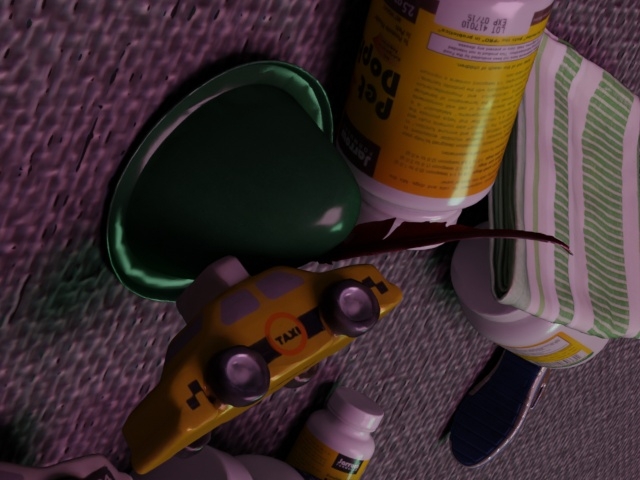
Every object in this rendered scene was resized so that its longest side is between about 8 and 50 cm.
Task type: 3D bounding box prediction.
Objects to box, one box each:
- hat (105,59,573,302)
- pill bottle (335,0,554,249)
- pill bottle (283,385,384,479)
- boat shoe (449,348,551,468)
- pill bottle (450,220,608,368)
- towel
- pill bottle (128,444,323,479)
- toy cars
[{"bbox_3d":[0.000,0.000,0.907,0.208,0.183,0.173,-48,145,-3],"label":"hat"},{"bbox_3d":[0.078,-0.103,1.014,0.117,0.117,0.215,-25,140,-43],"label":"pill bottle"},{"bbox_3d":[0.007,0.187,1.274,0.065,0.065,0.116,6,115,-59],"label":"pill bottle"},{"bbox_3d":[0.203,0.161,1.550,0.183,0.066,0.066,-57,154,3],"label":"boat shoe"},{"bbox_3d":[0.194,0.046,1.356,0.118,0.117,0.208,-57,152,3],"label":"pill bottle"},{"bbox_3d":[0.212,-0.049,1.236,0.325,0.038,0.248,21,68,-60],"label":"towel"},{"bbox_3d":[-0.031,0.253,1.140,0.264,0.153,0.153,34,90,-43],"label":"pill bottle"},{"bbox_3d":[-0.132,0.118,0.902,0.393,0.087,0.176,-36,172,3],"label":"toy cars"}]
